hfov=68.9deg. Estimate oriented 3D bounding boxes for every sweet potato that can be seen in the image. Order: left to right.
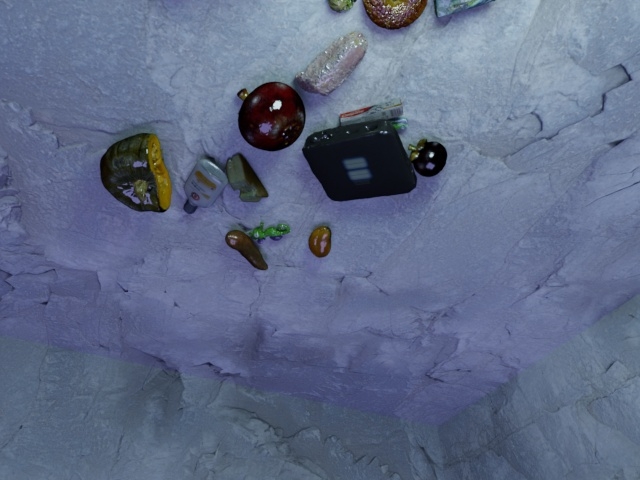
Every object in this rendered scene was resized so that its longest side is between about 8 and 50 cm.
[{"bbox_3d":[-0.331,0.039,2.118,0.097,0.097,0.292,-20,138,22],"label":"sweet potato"}]

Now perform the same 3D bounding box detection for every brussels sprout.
[{"bbox_3d":[0.063,-0.698,1.350,0.085,0.058,0.085,-11,143,-9],"label":"brussels sprout"}]

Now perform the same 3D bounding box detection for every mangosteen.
[{"bbox_3d":[-0.183,-0.425,1.559,0.261,0.235,0.236,41,141,23],"label":"mangosteen"},{"bbox_3d":[0.384,-0.305,1.696,0.151,0.137,0.137,35,132,1],"label":"mangosteen"}]

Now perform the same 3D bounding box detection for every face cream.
[{"bbox_3d":[-0.480,-0.202,1.872,0.144,0.071,0.291,42,136,-9],"label":"face cream"}]

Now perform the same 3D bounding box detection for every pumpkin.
[{"bbox_3d":[-0.702,-0.233,1.745,0.232,0.242,0.325,-6,132,-3],"label":"pumpkin"}]

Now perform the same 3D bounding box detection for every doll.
[{"bbox_3d":[-0.224,-0.038,2.062,0.190,0.050,0.115,-6,143,7],"label":"doll"}]

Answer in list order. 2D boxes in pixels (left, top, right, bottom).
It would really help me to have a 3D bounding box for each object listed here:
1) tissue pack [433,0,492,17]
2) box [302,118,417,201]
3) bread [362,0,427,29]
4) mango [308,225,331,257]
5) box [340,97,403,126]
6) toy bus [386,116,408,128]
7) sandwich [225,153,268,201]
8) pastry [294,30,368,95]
[{"bbox_3d":[0.385,-0.751,1.262,0.173,0.073,0.236,-10,135,11],"label":"tissue pack"},{"bbox_3d":[0.145,-0.277,1.706,0.359,0.091,0.350,-5,146,26],"label":"box"},{"bbox_3d":[0.214,-0.697,1.337,0.193,0.064,0.193,1,133,1],"label":"bread"},{"bbox_3d":[0.001,-0.001,2.070,0.105,0.084,0.160,16,117,9],"label":"mango"},{"bbox_3d":[0.176,-0.436,1.616,0.218,0.055,0.040,-11,138,15],"label":"box"},{"bbox_3d":[0.268,-0.414,1.655,0.083,0.031,0.037,-8,126,11],"label":"toy bus"},{"bbox_3d":[-0.294,-0.221,1.843,0.090,0.088,0.244,-14,134,22],"label":"sandwich"},{"bbox_3d":[0.035,-0.544,1.473,0.265,0.112,0.102,-29,139,31],"label":"pastry"}]
